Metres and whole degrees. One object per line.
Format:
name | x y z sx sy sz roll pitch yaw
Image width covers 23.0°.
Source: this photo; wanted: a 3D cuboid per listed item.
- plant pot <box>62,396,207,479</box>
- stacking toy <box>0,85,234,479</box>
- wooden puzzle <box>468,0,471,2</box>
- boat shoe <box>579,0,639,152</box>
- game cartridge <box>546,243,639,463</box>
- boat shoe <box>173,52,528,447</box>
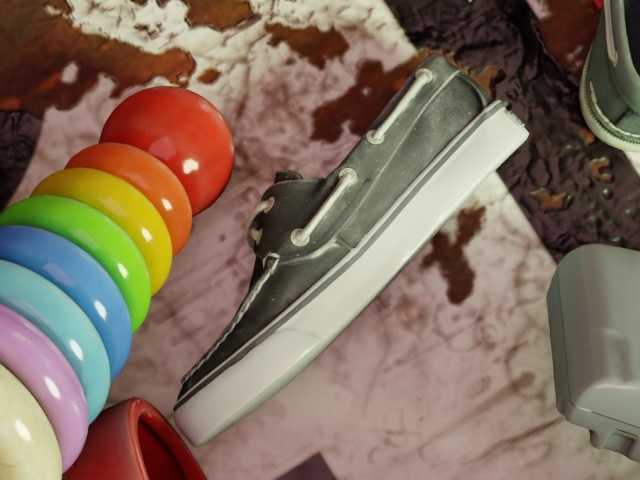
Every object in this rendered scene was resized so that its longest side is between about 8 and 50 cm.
plant pot | -0.143 0.215 0.948 0.174 0.191 0.191 -27 84 5
stacking toy | -0.142 0.017 0.939 0.141 0.141 0.330 31 45 3
wooden puzzle | 0.121 -0.202 1.089 0.049 0.006 0.083 21 83 2
boat shoe | 0.250 -0.218 1.045 0.116 0.099 0.319 15 82 3
game cartridge | 0.285 0.094 0.959 0.297 0.198 0.062 18 121 -4
boat shoe | 0.000 0.000 1.013 0.102 0.108 0.301 44 82 5
